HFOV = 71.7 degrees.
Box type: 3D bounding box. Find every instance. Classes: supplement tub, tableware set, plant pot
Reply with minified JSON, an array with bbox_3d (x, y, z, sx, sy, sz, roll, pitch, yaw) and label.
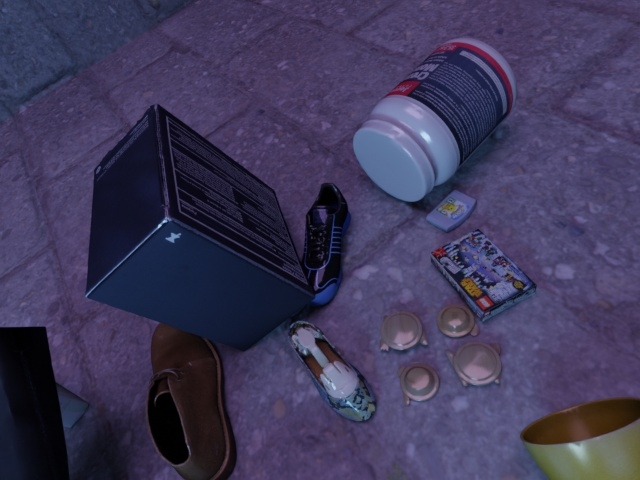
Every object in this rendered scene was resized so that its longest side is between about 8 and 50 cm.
[{"bbox_3d":[0.211,-0.223,0.824,0.272,0.191,0.191,-45,50,-16],"label":"supplement tub"},{"bbox_3d":[0.171,0.157,0.648,0.169,0.020,0.141,-15,49,9],"label":"tableware set"},{"bbox_3d":[0.300,0.237,0.470,0.134,0.134,0.095,-22,76,5],"label":"plant pot"}]

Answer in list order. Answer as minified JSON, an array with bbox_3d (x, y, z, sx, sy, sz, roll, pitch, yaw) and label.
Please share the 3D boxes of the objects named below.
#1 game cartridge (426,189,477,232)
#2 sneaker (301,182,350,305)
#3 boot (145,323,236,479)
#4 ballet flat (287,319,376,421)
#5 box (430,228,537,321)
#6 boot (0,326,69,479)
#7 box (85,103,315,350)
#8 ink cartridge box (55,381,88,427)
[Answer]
[{"bbox_3d":[0.238,-0.053,0.794,0.083,0.017,0.056,-43,53,-13],"label":"game cartridge"},{"bbox_3d":[0.000,0.000,0.800,0.082,0.090,0.232,-3,52,21],"label":"sneaker"},{"bbox_3d":[-0.222,0.223,0.699,0.112,0.115,0.305,-34,47,-3],"label":"boot"},{"bbox_3d":[0.008,0.188,0.662,0.070,0.070,0.188,-41,49,-12],"label":"ballet flat"},{"bbox_3d":[0.249,0.050,0.691,0.094,0.027,0.137,-27,47,-7],"label":"box"},{"bbox_3d":[-0.469,0.360,0.521,0.367,0.146,0.444,-19,85,-5],"label":"boot"},{"bbox_3d":[-0.199,-0.013,0.734,0.183,0.296,0.294,-40,45,16],"label":"box"},{"bbox_3d":[-0.535,0.233,0.746,0.181,0.224,0.056,13,60,31],"label":"ink cartridge box"}]
